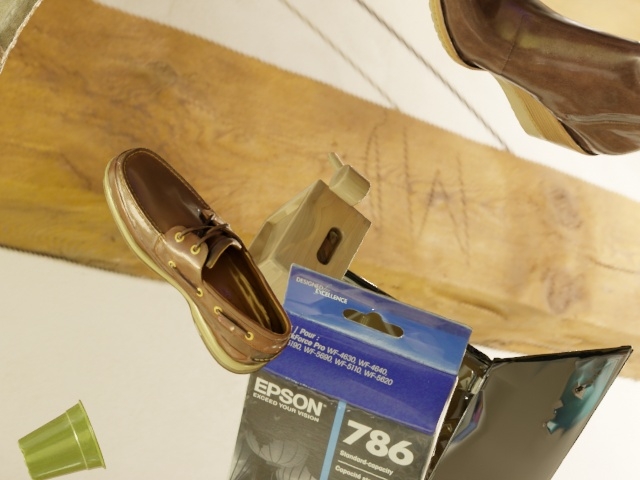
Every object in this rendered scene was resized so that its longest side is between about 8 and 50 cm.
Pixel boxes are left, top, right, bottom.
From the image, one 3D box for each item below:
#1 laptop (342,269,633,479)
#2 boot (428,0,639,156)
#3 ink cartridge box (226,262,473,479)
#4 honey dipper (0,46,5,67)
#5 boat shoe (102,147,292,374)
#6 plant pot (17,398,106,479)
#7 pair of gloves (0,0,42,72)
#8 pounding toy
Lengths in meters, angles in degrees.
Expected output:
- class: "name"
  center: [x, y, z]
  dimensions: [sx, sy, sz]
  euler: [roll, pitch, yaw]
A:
- class: "laptop"
  center: [0.179, 0.242, 1.585]
  dimensions: [0.408, 0.382, 0.236]
  euler: [32, -146, 16]
- class: "boot"
  center: [0.217, -0.152, 0.827]
  dimensions: [0.248, 0.207, 0.090]
  euler: [43, -114, -41]
- class: "ink cartridge box"
  center: [0.007, 0.195, 0.900]
  dimensions: [0.165, 0.332, 0.065]
  euler: [19, -152, 13]
- class: "honey dipper"
  center: [-0.205, -0.143, 0.575]
  dimensions: [0.030, 0.160, 0.030]
  euler: [0, -114, -1]
- class: "boat shoe"
  center: [-0.078, 0.007, 0.712]
  dimensions: [0.064, 0.060, 0.178]
  euler: [-35, -90, -39]
- class: "plant pot"
  center: [-0.289, 0.228, 1.155]
  dimensions: [0.079, 0.083, 0.083]
  euler: [-20, -94, -18]
- class: "pair of gloves"
  center: [-0.347, -0.142, 0.900]
  dimensions: [0.042, 0.240, 0.204]
  euler: [53, -131, -40]
- class: "pounding toy"
  center: [0.007, -0.009, 1.168]
  dimensions: [0.094, 0.206, 0.181]
  euler: [39, -126, -13]
